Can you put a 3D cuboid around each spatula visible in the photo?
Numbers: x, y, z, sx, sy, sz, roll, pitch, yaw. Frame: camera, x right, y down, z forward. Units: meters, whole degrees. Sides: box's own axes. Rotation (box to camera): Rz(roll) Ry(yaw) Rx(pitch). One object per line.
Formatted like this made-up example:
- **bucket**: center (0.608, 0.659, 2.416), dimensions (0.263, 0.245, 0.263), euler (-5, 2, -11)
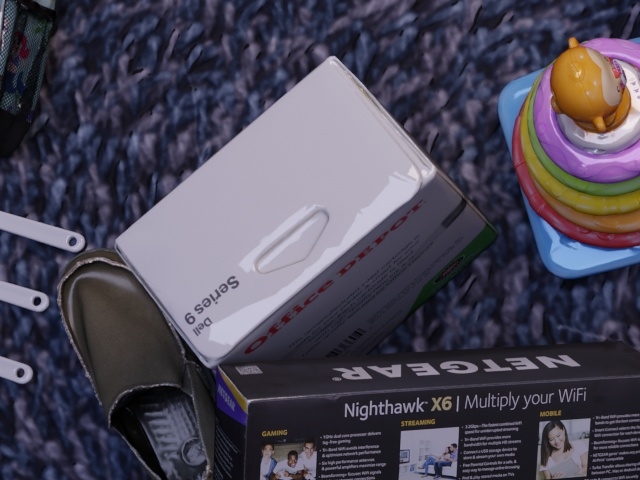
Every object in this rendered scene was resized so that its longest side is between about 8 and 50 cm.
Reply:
- **spatula**: center (-0.332, 0.029, 1.648), dimensions (0.242, 0.019, 0.168), euler (17, 80, 14)

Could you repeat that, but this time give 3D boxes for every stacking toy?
- **stacking toy**: center (0.206, -0.088, 1.389), dimensions (0.165, 0.302, 0.175), euler (-17, 77, 10)

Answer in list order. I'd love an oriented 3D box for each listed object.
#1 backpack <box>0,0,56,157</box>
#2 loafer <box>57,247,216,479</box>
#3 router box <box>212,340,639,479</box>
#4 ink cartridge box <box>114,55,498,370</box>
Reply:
- **backpack**: center (-0.339, -0.214, 1.606), dimensions (0.225, 0.191, 0.253), euler (10, 78, 15)
- **loafer**: center (-0.136, 0.110, 1.549), dimensions (0.094, 0.087, 0.251), euler (-36, 75, 6)
- **router box**: center (0.079, 0.202, 1.329), dimensions (0.308, 0.081, 0.243), euler (-1, 105, -18)
- **ink cartridge box**: center (0.000, 0.000, 1.430), dimensions (0.211, 0.289, 0.121), euler (-41, 74, 4)
